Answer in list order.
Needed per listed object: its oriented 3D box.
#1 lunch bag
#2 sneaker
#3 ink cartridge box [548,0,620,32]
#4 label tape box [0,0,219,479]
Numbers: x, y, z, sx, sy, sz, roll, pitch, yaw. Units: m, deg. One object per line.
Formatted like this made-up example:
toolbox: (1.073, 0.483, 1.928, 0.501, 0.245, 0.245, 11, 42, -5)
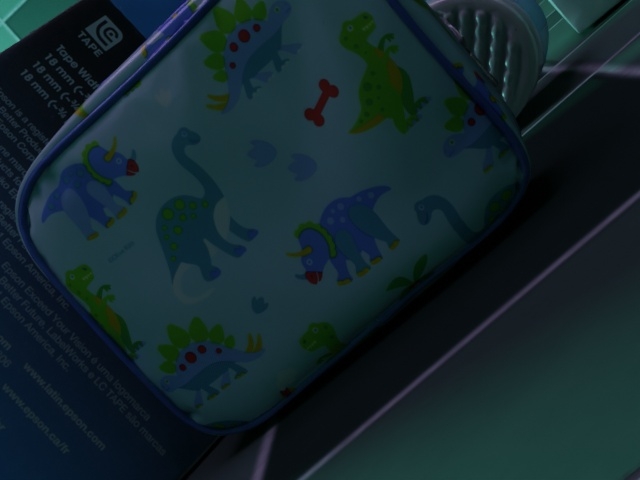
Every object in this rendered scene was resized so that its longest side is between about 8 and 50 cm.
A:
lunch bag: (-0.024, -0.032, 0.533, 0.219, 0.176, 0.090, -42, 5, 16)
sneaker: (0.021, -0.064, 0.842, 0.366, 0.135, 0.150, -28, 6, 28)
ink cartridge box: (0.235, -0.235, 0.926, 0.115, 0.067, 0.198, -41, 3, 17)
label tape box: (-0.129, 0.008, 0.654, 0.334, 0.240, 0.106, -45, 3, -37)
